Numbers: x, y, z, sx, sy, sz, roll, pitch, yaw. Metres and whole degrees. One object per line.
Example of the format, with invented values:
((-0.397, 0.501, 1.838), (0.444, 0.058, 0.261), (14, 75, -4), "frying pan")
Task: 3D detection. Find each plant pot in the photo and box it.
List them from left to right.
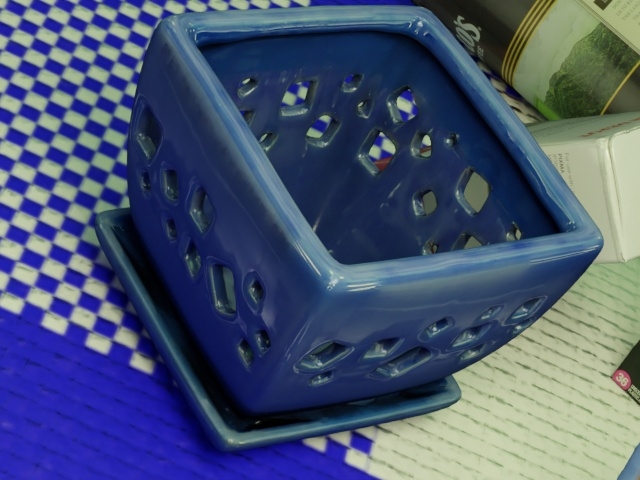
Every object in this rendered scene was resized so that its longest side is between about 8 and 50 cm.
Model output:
((0.000, 0.000, 1.241), (0.236, 0.212, 0.236), (-7, 52, -38), "plant pot")

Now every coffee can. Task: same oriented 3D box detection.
((0.239, -0.193, 1.615), (0.275, 0.201, 0.201), (44, 40, 16), "coffee can")

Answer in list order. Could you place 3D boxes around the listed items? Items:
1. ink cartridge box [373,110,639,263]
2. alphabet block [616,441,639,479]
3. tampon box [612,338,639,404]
((0.174, -0.038, 1.392), (0.158, 0.218, 0.092), (-18, 98, -43), "ink cartridge box")
((0.270, 0.244, 1.147), (0.197, 0.193, 0.192), (12, 43, -13), "alphabet block")
((0.320, 0.074, 1.406), (0.120, 0.161, 0.101), (45, 40, 18), "tampon box")
